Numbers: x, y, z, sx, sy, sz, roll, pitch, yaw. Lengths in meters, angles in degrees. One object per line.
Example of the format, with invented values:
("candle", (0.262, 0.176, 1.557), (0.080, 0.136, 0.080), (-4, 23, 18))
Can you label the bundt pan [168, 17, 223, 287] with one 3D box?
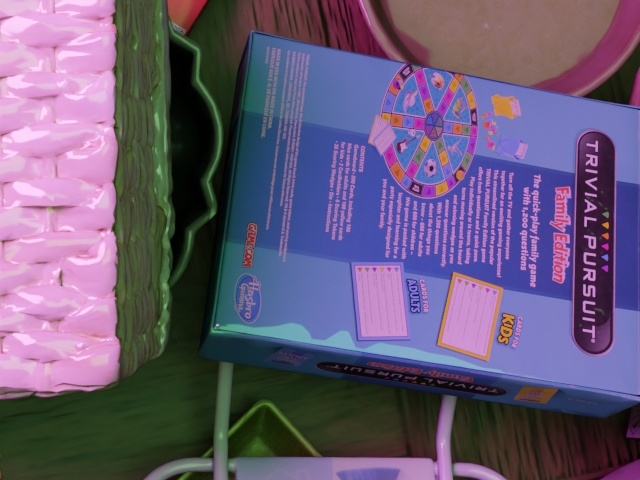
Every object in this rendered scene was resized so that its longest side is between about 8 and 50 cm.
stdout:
("bundt pan", (-0.241, -0.075, 0.978), (0.331, 0.124, 0.330), (0, 95, -3))

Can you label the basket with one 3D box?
("basket", (-0.265, -0.062, 0.786), (0.332, 0.266, 0.328), (0, 93, -5))

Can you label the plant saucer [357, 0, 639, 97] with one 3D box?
("plant saucer", (0.163, -0.247, 1.069), (0.278, 0.041, 0.277), (0, 88, -6))

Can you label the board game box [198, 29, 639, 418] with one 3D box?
("board game box", (0.087, -0.010, 0.961), (0.336, 0.079, 0.253), (10, 69, -10))

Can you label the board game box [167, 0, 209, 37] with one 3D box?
("board game box", (-0.223, -0.277, 1.047), (0.281, 0.027, 0.145), (30, 77, -7))

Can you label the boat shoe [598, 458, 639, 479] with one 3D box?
("boat shoe", (0.254, 0.332, 1.073), (0.341, 0.127, 0.158), (-33, 98, -6))

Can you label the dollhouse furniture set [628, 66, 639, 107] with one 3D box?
("dollhouse furniture set", (0.458, 0.002, 0.971), (0.394, 0.256, 0.362), (1, 62, 6))

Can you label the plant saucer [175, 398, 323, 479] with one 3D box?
("plant saucer", (-0.056, 0.266, 1.040), (0.188, 0.045, 0.188), (-43, 94, -13))

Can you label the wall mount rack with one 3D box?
("wall mount rack", (0.023, 0.173, 0.982), (0.350, 0.130, 0.304), (3, 65, -13))

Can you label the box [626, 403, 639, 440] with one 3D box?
("box", (0.404, 0.157, 1.159), (0.207, 0.036, 0.114), (13, 81, -11))
